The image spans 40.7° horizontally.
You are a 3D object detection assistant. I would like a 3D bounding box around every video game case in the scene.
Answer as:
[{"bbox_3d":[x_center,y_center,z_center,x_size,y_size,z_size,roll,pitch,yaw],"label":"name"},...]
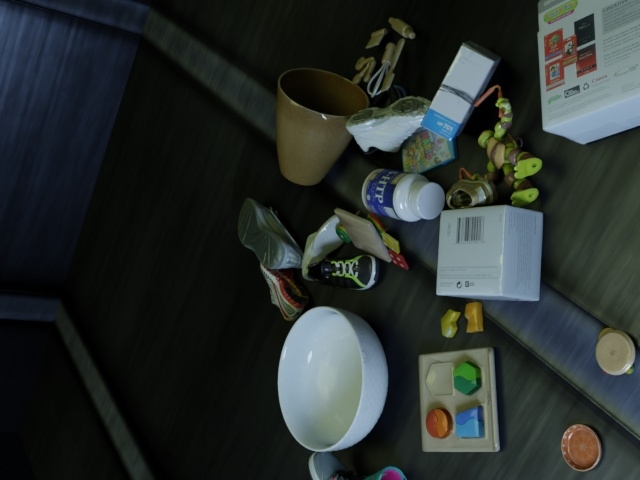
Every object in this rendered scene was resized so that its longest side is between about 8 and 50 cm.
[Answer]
[{"bbox_3d":[0.250,-0.219,2.005,0.166,0.015,0.119,-23,65,49],"label":"video game case"}]

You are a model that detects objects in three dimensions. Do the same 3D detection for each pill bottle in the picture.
[{"bbox_3d":[0.192,-0.102,1.977,0.187,0.112,0.111,15,95,53],"label":"pill bottle"}]

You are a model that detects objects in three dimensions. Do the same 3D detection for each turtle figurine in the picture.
[{"bbox_3d":[0.374,-0.162,1.765,0.217,0.087,0.269,-116,32,-50],"label":"turtle figurine"}]

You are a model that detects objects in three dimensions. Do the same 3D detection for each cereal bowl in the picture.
[{"bbox_3d":[0.048,0.329,2.057,0.339,0.141,0.338,-14,72,52],"label":"cereal bowl"}]

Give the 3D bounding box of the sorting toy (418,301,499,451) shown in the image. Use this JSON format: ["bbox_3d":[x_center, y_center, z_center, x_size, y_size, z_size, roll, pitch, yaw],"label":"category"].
[{"bbox_3d":[0.282,0.292,1.833,0.229,0.041,0.307,-17,69,51],"label":"sorting toy"}]

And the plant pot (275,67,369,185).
[{"bbox_3d":[-0.020,-0.279,2.237,0.237,0.237,0.254,59,143,41],"label":"plant pot"}]

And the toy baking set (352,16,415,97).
[{"bbox_3d":[0.160,-0.447,2.106,0.196,0.030,0.256,-57,27,11],"label":"toy baking set"}]

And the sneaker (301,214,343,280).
[{"bbox_3d":[0.000,0.000,2.254,0.212,0.080,0.094,-58,30,30],"label":"sneaker"}]

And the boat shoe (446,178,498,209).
[{"bbox_3d":[0.295,-0.091,1.794,0.068,0.072,0.190,68,165,0],"label":"boat shoe"}]

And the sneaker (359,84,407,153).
[{"bbox_3d":[0.141,-0.300,2.116,0.188,0.078,0.067,-62,40,24],"label":"sneaker"}]

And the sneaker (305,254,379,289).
[{"bbox_3d":[0.048,0.082,2.144,0.235,0.097,0.084,-12,74,52],"label":"sneaker"}]

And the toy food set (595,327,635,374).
[{"bbox_3d":[0.526,0.201,1.539,0.083,0.020,0.082,11,92,53],"label":"toy food set"}]

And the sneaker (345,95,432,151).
[{"bbox_3d":[0.182,-0.266,2.034,0.232,0.115,0.090,-6,38,34],"label":"sneaker"}]

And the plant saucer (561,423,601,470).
[{"bbox_3d":[0.478,0.378,1.574,0.083,0.013,0.083,-16,70,50],"label":"plant saucer"}]

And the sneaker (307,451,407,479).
[{"bbox_3d":[0.098,0.552,1.937,0.295,0.124,0.178,47,124,29],"label":"sneaker"}]

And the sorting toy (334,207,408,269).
[{"bbox_3d":[0.118,-0.022,2.061,0.046,0.132,0.275,-45,38,-16],"label":"sorting toy"}]

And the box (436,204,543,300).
[{"bbox_3d":[0.341,0.028,1.743,0.181,0.119,0.181,-4,80,53],"label":"box"}]

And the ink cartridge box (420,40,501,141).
[{"bbox_3d":[0.301,-0.320,1.842,0.082,0.139,0.190,31,113,9],"label":"ink cartridge box"}]

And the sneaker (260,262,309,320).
[{"bbox_3d":[-0.114,0.132,2.364,0.225,0.088,0.092,56,133,46],"label":"sneaker"}]

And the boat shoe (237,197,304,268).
[{"bbox_3d":[-0.145,-0.016,2.436,0.320,0.103,0.118,46,118,51],"label":"boat shoe"}]

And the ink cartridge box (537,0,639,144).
[{"bbox_3d":[0.549,-0.352,1.533,0.309,0.130,0.271,-17,68,51],"label":"ink cartridge box"}]
